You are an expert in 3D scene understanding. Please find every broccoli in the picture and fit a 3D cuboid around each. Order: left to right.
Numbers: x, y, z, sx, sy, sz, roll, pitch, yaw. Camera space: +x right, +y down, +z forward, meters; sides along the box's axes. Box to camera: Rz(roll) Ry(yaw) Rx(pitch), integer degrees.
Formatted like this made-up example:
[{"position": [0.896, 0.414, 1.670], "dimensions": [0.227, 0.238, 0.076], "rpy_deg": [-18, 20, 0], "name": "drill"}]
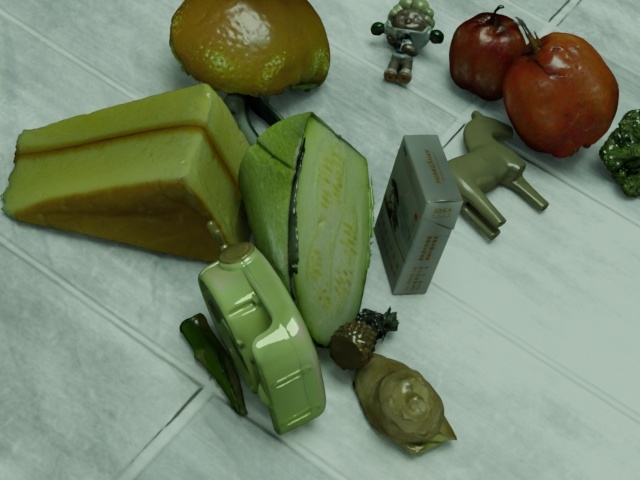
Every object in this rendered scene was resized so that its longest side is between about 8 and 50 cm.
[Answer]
[{"position": [0.600, -0.158, 2.150], "dimensions": [0.145, 0.138, 0.162], "rpy_deg": [33, 90, 5], "name": "broccoli"}]

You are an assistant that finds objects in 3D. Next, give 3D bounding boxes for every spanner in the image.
[{"position": [-0.122, -0.232, 2.081], "dimensions": [0.095, 0.040, 0.325], "rpy_deg": [-12, 50, -23], "name": "spanner"}]

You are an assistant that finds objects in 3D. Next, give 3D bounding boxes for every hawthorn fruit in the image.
[{"position": [0.327, -0.371, 2.215], "dimensions": [0.156, 0.194, 0.157], "rpy_deg": [2, 41, -2], "name": "hawthorn fruit"}, {"position": [0.427, -0.291, 2.112], "dimensions": [0.211, 0.299, 0.211], "rpy_deg": [-26, 25, 13], "name": "hawthorn fruit"}]

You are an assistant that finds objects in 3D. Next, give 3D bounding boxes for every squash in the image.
[{"position": [0.000, 0.000, 1.794], "dimensions": [0.210, 0.233, 0.309], "rpy_deg": [-34, 53, 14], "name": "squash"}]

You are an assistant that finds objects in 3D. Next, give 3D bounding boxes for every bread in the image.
[{"position": [-0.314, -0.087, 1.906], "dimensions": [0.361, 0.245, 0.233], "rpy_deg": [-8, 47, 19], "name": "bread"}]

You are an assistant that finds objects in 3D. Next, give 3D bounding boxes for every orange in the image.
[{"position": [-0.112, -0.378, 2.107], "dimensions": [0.262, 0.196, 0.334], "rpy_deg": [49, 28, 17], "name": "orange"}]

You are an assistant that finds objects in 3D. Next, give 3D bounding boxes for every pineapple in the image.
[{"position": [0.071, 0.144, 1.776], "dimensions": [0.074, 0.074, 0.159], "rpy_deg": [33, 30, 14], "name": "pineapple"}]

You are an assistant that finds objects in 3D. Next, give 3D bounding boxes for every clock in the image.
[{"position": [-0.099, 0.114, 1.678], "dimensions": [0.096, 0.235, 0.308], "rpy_deg": [-26, 54, -11], "name": "clock"}]

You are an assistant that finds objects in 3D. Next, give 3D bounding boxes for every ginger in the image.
[{"position": [0.115, 0.218, 1.716], "dimensions": [0.115, 0.123, 0.193], "rpy_deg": [-26, 51, -18], "name": "ginger"}]

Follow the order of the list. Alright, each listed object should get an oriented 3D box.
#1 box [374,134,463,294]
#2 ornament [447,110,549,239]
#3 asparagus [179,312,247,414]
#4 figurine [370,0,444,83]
[{"position": [0.153, -0.040, 1.859], "dimensions": [0.067, 0.233, 0.150], "rpy_deg": [-4, 51, -17], "name": "box"}, {"position": [0.307, -0.133, 2.093], "dimensions": [0.230, 0.061, 0.245], "rpy_deg": [-25, 61, -33], "name": "ornament"}, {"position": [-0.153, 0.184, 1.722], "dimensions": [0.045, 0.041, 0.178], "rpy_deg": [-16, 56, -37], "name": "asparagus"}, {"position": [0.169, -0.398, 2.263], "dimensions": [0.147, 0.094, 0.197], "rpy_deg": [9, 49, 8], "name": "figurine"}]
